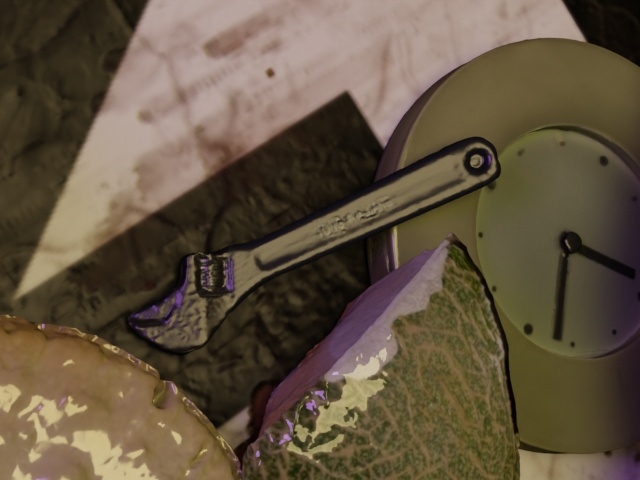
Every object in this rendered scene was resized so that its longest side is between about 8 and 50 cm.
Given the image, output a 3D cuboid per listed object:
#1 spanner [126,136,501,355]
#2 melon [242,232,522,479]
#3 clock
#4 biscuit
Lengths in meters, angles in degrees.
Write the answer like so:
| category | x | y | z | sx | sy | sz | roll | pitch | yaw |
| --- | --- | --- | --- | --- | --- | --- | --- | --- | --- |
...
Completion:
| category | x | y | z | sx | sy | sz | roll | pitch | yaw |
| --- | --- | --- | --- | --- | --- | --- | --- | --- | --- |
| spanner | 0.000 | 0.000 | 0.616 | 0.208 | 0.012 | 0.046 | -25 | 84 | -12 |
| melon | 0.019 | 0.101 | 0.584 | 0.139 | 0.093 | 0.202 | -4 | 91 | -38 |
| clock | 0.136 | 0.002 | 0.688 | 0.235 | 0.029 | 0.235 | 4 | 80 | -24 |
| biscuit | -0.142 | 0.120 | 0.520 | 0.281 | 0.084 | 0.179 | 18 | 76 | -19 |
